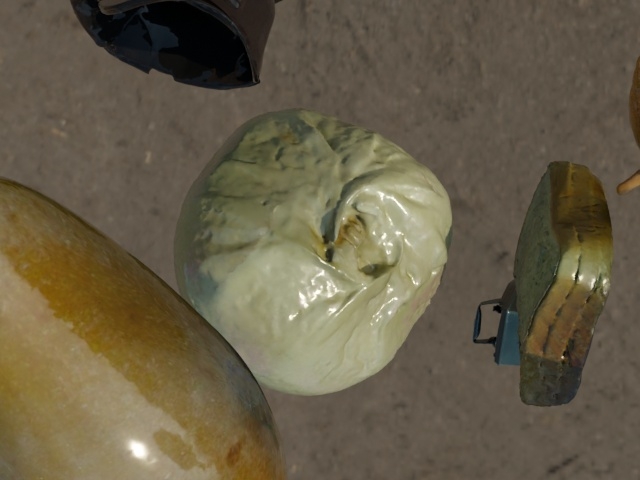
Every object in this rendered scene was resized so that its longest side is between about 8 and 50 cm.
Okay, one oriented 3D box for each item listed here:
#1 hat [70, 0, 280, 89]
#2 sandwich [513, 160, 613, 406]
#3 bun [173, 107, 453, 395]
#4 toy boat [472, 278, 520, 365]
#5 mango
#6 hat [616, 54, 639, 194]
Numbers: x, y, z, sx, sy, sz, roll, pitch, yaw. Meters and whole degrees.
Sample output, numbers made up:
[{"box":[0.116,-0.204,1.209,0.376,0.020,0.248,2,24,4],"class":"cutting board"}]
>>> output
[{"box":[-0.136,-0.297,1.337,0.238,0.209,0.336,26,175,-19],"class":"hat"},{"box":[0.293,0.046,1.473,0.087,0.251,0.226,13,125,-1],"class":"sandwich"},{"box":[0.000,0.000,1.417,0.361,0.361,0.213,24,154,-16],"class":"bun"},{"box":[0.294,0.106,1.771,0.103,0.246,0.093,11,110,14],"class":"toy boat"},{"box":[-0.166,0.108,0.848,0.199,0.221,0.384,-28,123,10],"class":"mango"},{"box":[0.455,-0.153,1.517,0.233,0.244,0.233,33,107,-16],"class":"hat"}]
